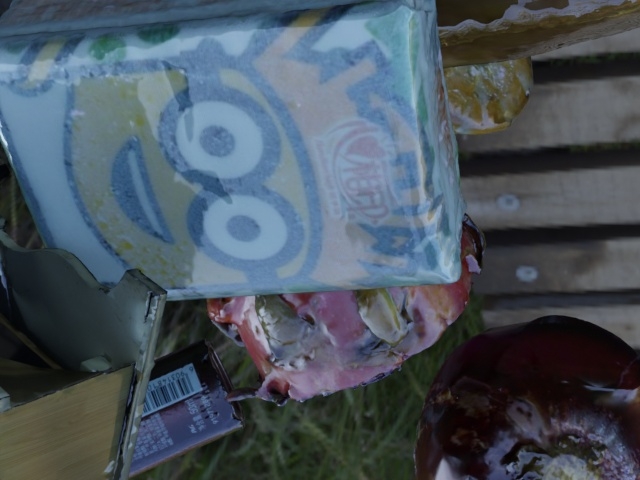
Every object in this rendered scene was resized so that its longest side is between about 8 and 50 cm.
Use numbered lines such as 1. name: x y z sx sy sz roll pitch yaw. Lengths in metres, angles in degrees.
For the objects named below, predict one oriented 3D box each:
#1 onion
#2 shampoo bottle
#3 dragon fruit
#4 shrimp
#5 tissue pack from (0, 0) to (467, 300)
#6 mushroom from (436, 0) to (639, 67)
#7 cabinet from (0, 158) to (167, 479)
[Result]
1. onion: 0.306 0.329 1.592 0.398 0.398 0.420 18 154 -1
2. shampoo bottle: -0.264 0.243 1.402 0.323 0.084 0.129 -25 90 1
3. dragon fruit: 0.000 0.000 1.251 0.296 0.314 0.263 -12 115 38
4. shrimp: 0.121 -0.334 1.513 0.445 0.272 0.085 41 149 -7
5. tissue pack: -0.062 -0.074 0.799 0.311 0.128 0.228 -3 128 14
6. mushroom: 0.198 -0.234 0.866 0.397 0.314 0.224 -27 116 -16
7. cabinet: -0.297 0.143 0.749 0.227 0.290 0.318 32 120 30
